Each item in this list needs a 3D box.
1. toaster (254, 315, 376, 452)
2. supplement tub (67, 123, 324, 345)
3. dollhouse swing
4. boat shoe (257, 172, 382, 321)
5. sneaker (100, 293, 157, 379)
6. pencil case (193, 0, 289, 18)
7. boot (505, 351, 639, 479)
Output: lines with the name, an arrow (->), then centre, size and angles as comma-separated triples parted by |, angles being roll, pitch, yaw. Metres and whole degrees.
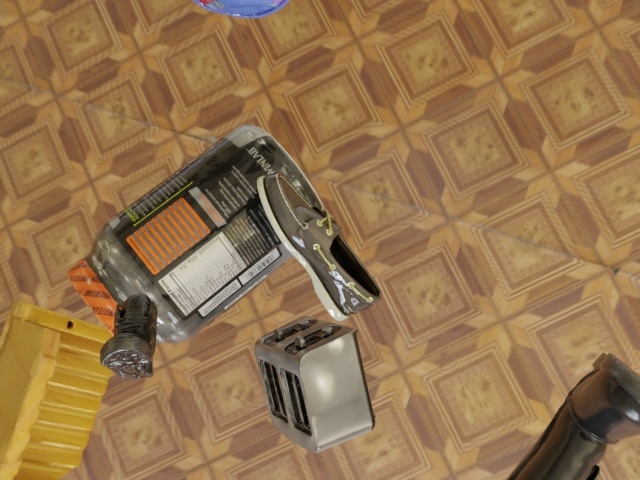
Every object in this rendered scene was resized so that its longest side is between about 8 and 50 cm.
toaster -> -0.008, 0.216, 1.094 | 0.110, 0.168, 0.186 | -17, 100, -26
supplement tub -> -0.176, 0.004, 1.054 | 0.338, 0.207, 0.207 | -38, 77, -12
dollhouse swing -> -0.458, 0.312, 1.282 | 0.305, 0.315, 0.347 | 6, 74, 42
boat shoe -> 0.000, 0.000, 0.951 | 0.068, 0.081, 0.228 | -25, 111, 21
sneaker -> -0.200, 0.095, 0.772 | 0.051, 0.170, 0.089 | -2, 69, -8
pencil case -> -0.076, -0.406, 0.805 | 0.119, 0.133, 0.306 | 11, 75, -27
boot -> 0.419, 0.412, 1.285 | 0.146, 0.367, 0.445 | 41, 95, 19
